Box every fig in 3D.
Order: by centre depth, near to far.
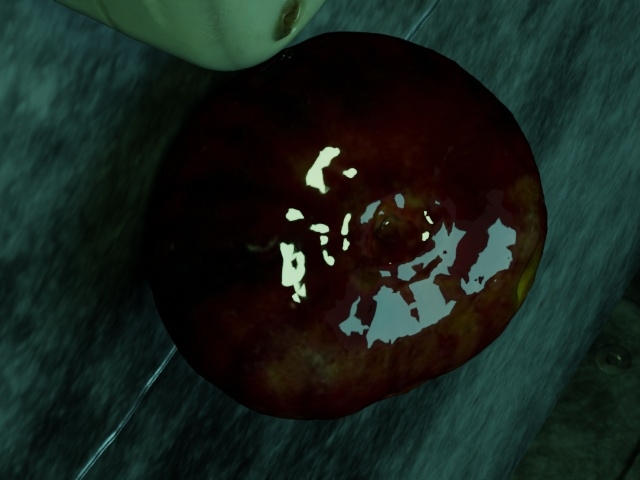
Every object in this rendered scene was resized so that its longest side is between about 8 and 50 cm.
[{"bbox_3d":[-0.007,-0.012,0.973,0.204,0.186,0.249,-39,-160,-14],"label":"fig"}]

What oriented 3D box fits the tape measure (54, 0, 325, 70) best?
[{"bbox_3d":[-0.035,-0.196,0.638,0.265,0.130,0.258,-59,160,-14],"label":"tape measure"}]
